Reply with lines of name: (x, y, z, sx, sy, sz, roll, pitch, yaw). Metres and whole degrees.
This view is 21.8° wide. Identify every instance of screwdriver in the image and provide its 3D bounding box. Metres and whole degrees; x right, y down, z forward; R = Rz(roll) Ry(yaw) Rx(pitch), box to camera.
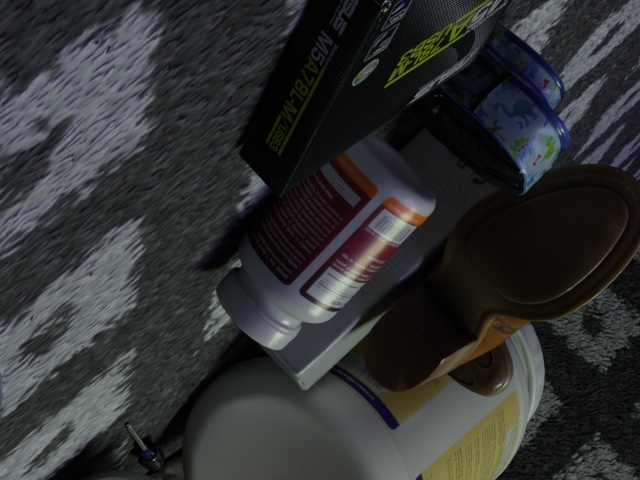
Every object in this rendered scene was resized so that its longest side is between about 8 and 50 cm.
screwdriver: (-0.157, 0.177, 1.430, 0.025, 0.024, 0.170, -16, 162, 2)

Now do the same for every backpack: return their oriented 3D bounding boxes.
backpack: (0.123, -0.095, 1.161, 0.084, 0.114, 0.105, -44, 169, -5)

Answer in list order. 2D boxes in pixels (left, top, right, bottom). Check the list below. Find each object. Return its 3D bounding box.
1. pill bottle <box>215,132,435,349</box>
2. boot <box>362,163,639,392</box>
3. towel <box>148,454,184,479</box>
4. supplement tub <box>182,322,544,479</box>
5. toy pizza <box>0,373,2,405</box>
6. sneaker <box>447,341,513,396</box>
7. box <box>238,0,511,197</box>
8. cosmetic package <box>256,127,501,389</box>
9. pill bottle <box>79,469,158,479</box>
pill bottle: (0.000, 0.000, 1.142, 0.152, 0.086, 0.086, -47, 170, 14)
boot: (0.177, 0.009, 1.316, 0.283, 0.109, 0.220, -47, 170, 35)
towel: (0.007, 0.302, 1.718, 0.332, 0.317, 0.053, -30, 162, -51)
supplement tub: (0.052, 0.171, 1.582, 0.331, 0.241, 0.241, -31, 163, -52)
toy pizza: (-0.245, 0.126, 0.841, 0.201, 0.032, 0.201, -42, 168, -11)
sneaker: (0.089, 0.066, 1.461, 0.071, 0.188, 0.066, -11, 146, -54)
box: (0.053, -0.129, 0.955, 0.191, 0.045, 0.184, -36, 165, -35)
cosmetic package: (0.041, 0.012, 1.360, 0.231, 0.085, 0.117, -41, 170, -7)
pill bottle: (-0.169, 0.270, 1.404, 0.136, 0.136, 0.245, -42, 170, -15)
